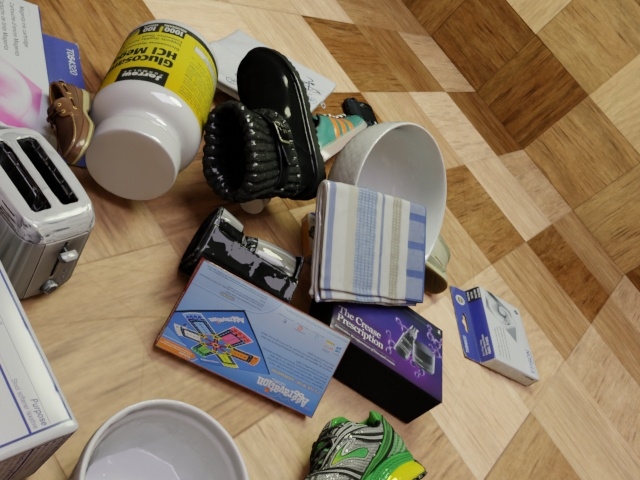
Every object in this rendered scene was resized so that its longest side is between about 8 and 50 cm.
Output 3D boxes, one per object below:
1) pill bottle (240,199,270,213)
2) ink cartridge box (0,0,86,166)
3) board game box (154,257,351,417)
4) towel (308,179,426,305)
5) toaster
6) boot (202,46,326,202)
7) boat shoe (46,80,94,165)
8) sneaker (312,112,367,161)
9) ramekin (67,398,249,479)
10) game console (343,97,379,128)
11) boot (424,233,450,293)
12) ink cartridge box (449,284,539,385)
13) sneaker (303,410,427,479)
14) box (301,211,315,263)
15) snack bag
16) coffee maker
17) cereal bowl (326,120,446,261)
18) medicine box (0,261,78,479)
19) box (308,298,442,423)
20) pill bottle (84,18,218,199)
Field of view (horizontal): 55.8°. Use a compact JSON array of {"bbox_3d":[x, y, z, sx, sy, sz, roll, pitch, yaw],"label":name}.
[{"bbox_3d":[-0.125,-0.106,1.216,0.065,0.065,0.116,34,36,-17],"label":"pill bottle"},{"bbox_3d":[-0.524,-0.283,0.969,0.330,0.071,0.324,7,51,-42],"label":"ink cartridge box"},{"bbox_3d":[-0.097,0.156,0.941,0.281,0.027,0.145,31,80,-22],"label":"board game box"},{"bbox_3d":[0.095,0.014,1.098,0.285,0.034,0.209,9,82,-42],"label":"towel"},{"bbox_3d":[-0.400,-0.045,0.793,0.227,0.146,0.129,53,34,9],"label":"toaster"},{"bbox_3d":[-0.126,-0.230,1.124,0.260,0.131,0.348,-2,67,-57],"label":"boot"},{"bbox_3d":[-0.385,-0.180,0.914,0.060,0.064,0.178,28,28,-41],"label":"boat shoe"},{"bbox_3d":[0.017,-0.271,1.492,0.121,0.108,0.302,49,36,-4],"label":"sneaker"},{"bbox_3d":[-0.195,0.302,0.699,0.207,0.109,0.207,27,40,-25],"label":"ramekin"},{"bbox_3d":[0.158,-0.260,1.691,0.213,0.044,0.361,16,46,-39],"label":"game console"},{"bbox_3d":[0.233,0.013,1.469,0.213,0.077,0.165,43,34,-9],"label":"boot"},{"bbox_3d":[0.428,0.223,1.491,0.224,0.045,0.223,26,40,-26],"label":"ink cartridge box"},{"bbox_3d":[0.016,0.349,0.881,0.343,0.134,0.146,2,47,-57],"label":"sneaker"},{"bbox_3d":[0.000,0.000,1.277,0.081,0.028,0.136,26,37,-27],"label":"box"},{"bbox_3d":[-0.131,-0.402,1.457,0.323,0.037,0.342,29,35,4],"label":"snack bag"},{"bbox_3d":[-0.134,0.054,1.000,0.178,0.120,0.171,32,38,-20],"label":"coffee maker"},{"bbox_3d":[0.118,-0.079,1.257,0.339,0.141,0.339,-14,108,-46],"label":"cereal bowl"},{"bbox_3d":[-0.433,0.142,0.570,0.289,0.149,0.264,-13,65,-52],"label":"medicine box"},{"bbox_3d":[0.103,0.190,1.135,0.261,0.103,0.184,35,34,-16],"label":"box"},{"bbox_3d":[-0.291,-0.230,1.055,0.187,0.188,0.334,29,38,-24],"label":"pill bottle"}]
